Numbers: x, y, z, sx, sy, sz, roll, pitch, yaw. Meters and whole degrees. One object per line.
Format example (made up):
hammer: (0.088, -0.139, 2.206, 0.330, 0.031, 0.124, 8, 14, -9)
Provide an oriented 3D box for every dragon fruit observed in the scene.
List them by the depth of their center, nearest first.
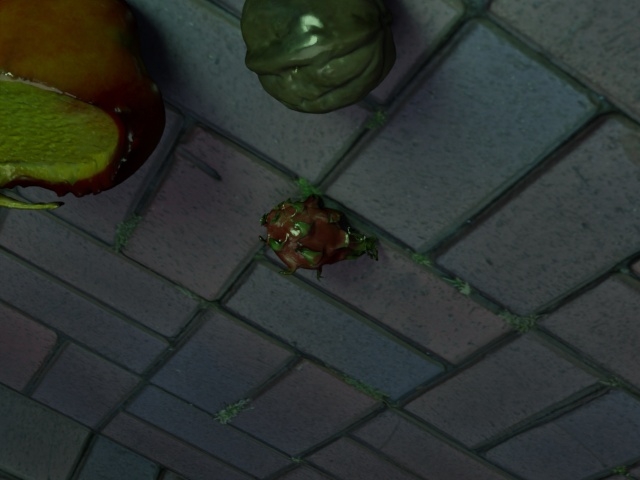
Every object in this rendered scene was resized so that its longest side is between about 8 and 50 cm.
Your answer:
dragon fruit: (-0.002, 0.003, 1.568, 0.235, 0.135, 0.137, 21, 139, -29)

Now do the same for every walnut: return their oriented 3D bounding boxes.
walnut: (-0.008, -0.280, 1.176, 0.224, 0.224, 0.224, 13, 141, 10)

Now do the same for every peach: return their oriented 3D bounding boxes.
peach: (-0.426, -0.242, 1.325, 0.405, 0.310, 0.335, -4, 140, 18)
